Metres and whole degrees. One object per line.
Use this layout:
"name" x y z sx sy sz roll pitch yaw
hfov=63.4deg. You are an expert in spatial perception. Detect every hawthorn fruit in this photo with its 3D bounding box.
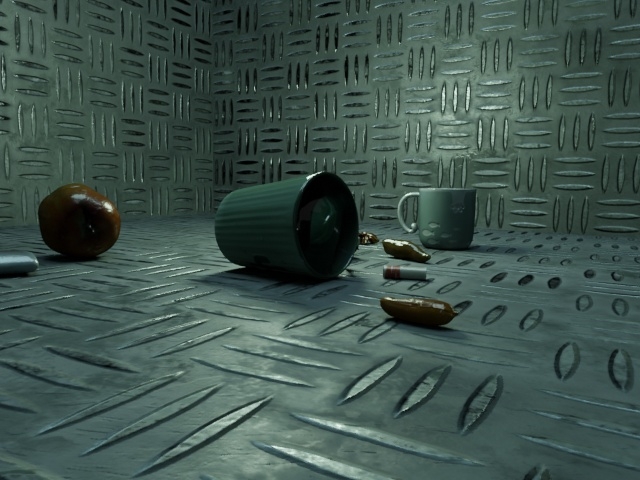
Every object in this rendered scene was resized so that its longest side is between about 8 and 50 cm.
"hawthorn fruit" -0.848 -0.062 1.859 0.268 0.268 0.301 -5 18 -45

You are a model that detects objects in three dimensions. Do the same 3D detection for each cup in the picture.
"cup" -0.089 -0.010 1.643 0.392 0.401 0.310 0 38 38
"cup" 0.531 -0.104 2.392 0.357 0.274 0.259 2 6 23

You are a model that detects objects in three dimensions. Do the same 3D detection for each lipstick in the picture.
"lipstick" 0.256 0.098 1.574 0.131 0.038 0.038 2 6 11

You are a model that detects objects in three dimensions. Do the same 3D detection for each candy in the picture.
"candy" -0.928 0.065 1.518 0.174 0.071 0.138 -2 7 -33

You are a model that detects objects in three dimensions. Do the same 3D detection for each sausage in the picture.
"sausage" 0.197 0.145 1.074 0.183 0.054 0.062 3 -26 35

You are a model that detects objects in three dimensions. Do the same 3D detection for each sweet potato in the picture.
"sweet potato" 0.335 0.042 1.983 0.077 0.077 0.244 -4 15 -41

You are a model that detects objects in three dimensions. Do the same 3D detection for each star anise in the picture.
"star anise" 0.205 -0.013 2.483 0.168 0.057 0.168 0 5 0

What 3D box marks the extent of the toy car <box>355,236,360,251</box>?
"toy car" -0.001 -0.002 2.026 0.193 0.118 0.301 -13 23 -41
